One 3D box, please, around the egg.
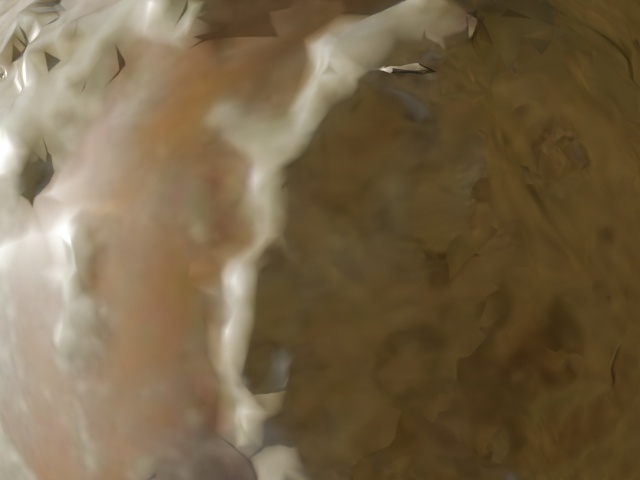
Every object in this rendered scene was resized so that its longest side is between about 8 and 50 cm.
[{"bbox_3d":[0.000,0.000,0.439,0.279,0.279,0.310,34,-132,-40],"label":"egg"}]
